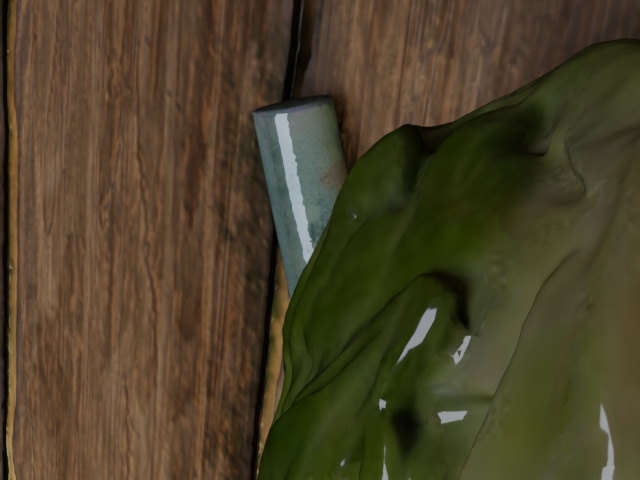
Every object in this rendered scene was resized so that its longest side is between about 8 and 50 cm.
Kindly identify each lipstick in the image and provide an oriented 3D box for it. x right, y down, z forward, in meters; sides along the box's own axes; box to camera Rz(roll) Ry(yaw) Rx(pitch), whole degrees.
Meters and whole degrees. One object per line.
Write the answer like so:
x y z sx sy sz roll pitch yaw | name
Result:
0.000 0.000 0.800 0.048 0.048 0.158 -2 105 42 | lipstick

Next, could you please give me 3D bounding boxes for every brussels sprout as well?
0.098 0.071 0.573 0.328 0.247 0.328 -176 90 -70 | brussels sprout
